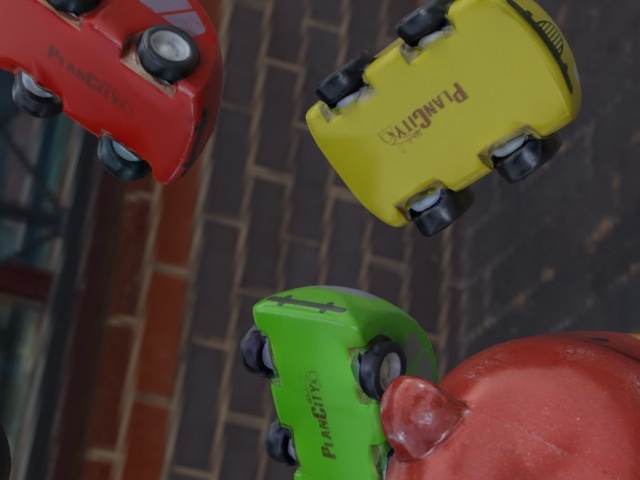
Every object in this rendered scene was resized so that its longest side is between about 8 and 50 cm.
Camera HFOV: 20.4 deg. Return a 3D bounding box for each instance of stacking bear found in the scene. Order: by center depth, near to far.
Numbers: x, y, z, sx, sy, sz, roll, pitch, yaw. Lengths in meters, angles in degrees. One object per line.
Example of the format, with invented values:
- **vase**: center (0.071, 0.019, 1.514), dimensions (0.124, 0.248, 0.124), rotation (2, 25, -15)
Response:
- **stacking bear**: center (0.095, 0.134, 0.577), dimensions (0.164, 0.175, 0.289), rotation (-45, -37, -18)

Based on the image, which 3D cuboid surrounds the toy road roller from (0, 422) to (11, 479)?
- **toy road roller**: center (-0.273, 0.203, 0.757), dimensions (0.202, 0.241, 0.329), rotation (-72, -12, -64)

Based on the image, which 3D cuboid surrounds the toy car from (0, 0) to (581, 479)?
- **toy car**: center (0.000, 0.000, 0.633), dimensions (0.053, 0.239, 0.225), rotation (-42, -50, -43)
